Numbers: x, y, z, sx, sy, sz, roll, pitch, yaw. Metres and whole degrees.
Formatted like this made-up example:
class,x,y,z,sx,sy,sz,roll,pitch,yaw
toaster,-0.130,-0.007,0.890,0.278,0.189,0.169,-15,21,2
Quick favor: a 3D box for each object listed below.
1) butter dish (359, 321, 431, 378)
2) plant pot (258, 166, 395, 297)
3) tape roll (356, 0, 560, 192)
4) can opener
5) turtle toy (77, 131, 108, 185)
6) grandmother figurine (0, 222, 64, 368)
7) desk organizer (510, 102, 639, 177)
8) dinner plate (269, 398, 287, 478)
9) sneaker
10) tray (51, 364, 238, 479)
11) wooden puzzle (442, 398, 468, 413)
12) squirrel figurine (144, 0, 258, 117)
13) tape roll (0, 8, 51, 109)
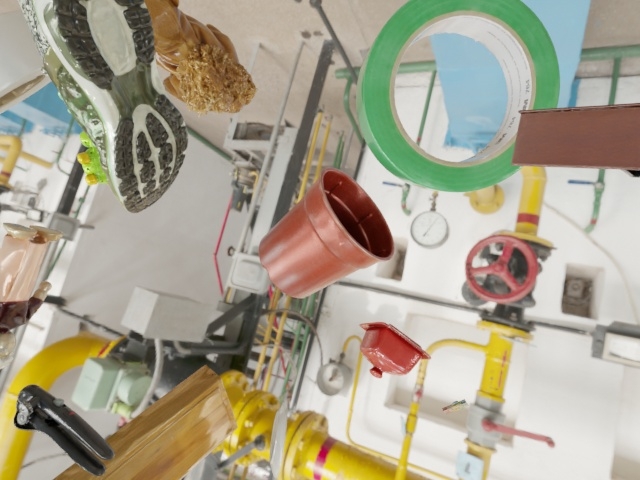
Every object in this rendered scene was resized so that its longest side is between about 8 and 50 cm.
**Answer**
class,x,y,z,sx,sy,sz,roll,pitch,yaw
butter dish,0.162,0.285,1.009,0.160,0.118,0.160,36,158,-7
plant pot,0.000,0.000,1.042,0.265,0.272,0.273,-36,142,27
tape roll,0.223,-0.241,0.677,0.322,0.320,0.077,15,-172,-6
can opener,-0.367,0.267,0.586,0.186,0.059,0.073,22,-173,21
turtle toy,-0.502,-0.189,0.925,0.095,0.130,0.066,-26,-149,-35
grandmother figurine,-0.717,0.134,0.935,0.104,0.341,0.208,18,-177,27
desk organizer,0.234,-0.081,0.337,0.047,0.050,0.130,4,-173,-43
dinner plate,-0.083,0.381,0.791,0.017,0.141,0.141,12,171,-8
sneaker,-0.338,-0.225,0.637,0.182,0.158,0.410,27,139,20
tray,-0.383,0.487,0.903,0.076,0.411,0.202,24,134,38
wooden puzzle,0.273,0.337,0.823,0.050,0.006,0.083,-28,142,10
squirrel figurine,-0.384,-0.564,1.233,0.397,0.281,0.370,45,-179,12
tape roll,-0.631,-0.323,0.786,0.286,0.286,0.100,3,135,49
